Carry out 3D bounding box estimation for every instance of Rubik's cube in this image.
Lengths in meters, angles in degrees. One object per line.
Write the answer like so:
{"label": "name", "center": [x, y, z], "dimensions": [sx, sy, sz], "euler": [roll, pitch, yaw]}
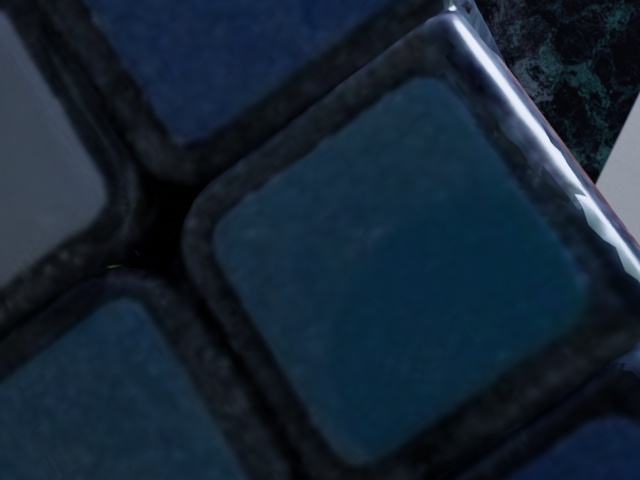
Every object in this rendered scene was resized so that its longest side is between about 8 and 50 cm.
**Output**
{"label": "Rubik's cube", "center": [-0.013, 0.092, 0.546], "dimensions": [0.358, 0.362, 0.363], "euler": [54, 12, 16]}
